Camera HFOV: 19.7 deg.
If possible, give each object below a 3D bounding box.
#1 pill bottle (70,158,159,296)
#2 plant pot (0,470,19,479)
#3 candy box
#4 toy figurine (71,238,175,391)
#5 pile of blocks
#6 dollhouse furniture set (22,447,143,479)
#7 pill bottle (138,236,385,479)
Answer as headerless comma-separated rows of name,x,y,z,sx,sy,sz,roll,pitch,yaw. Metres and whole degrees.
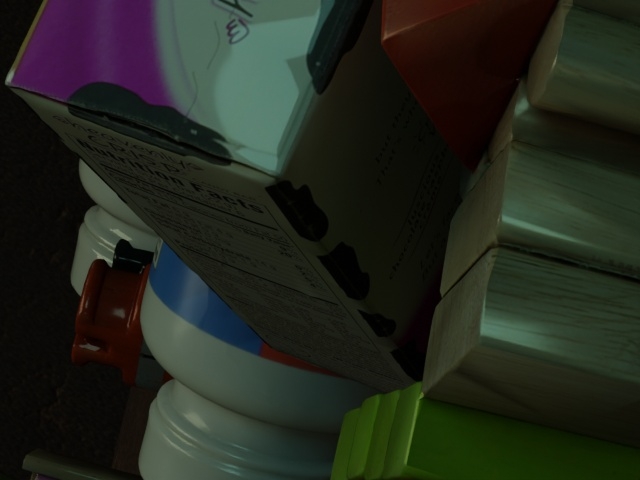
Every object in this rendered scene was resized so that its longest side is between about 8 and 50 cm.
pill bottle,-0.069,-0.089,1.218,0.160,0.160,0.283,-102,28,-72
plant pot,-0.186,0.236,0.976,0.275,0.294,0.274,-166,90,-82
candy box,0.017,-0.058,0.498,0.159,0.071,0.233,-67,-18,-12
toy figurine,-0.024,-0.021,0.895,0.209,0.148,0.213,-172,94,-88
pile of blocks,0.057,-0.018,0.399,0.149,0.113,0.362,-109,35,-76
dollhouse furniture set,-0.246,0.271,1.363,0.303,0.286,0.198,-7,-69,-86
pill bottle,0.000,0.000,0.723,0.124,0.124,0.221,-103,27,-73
